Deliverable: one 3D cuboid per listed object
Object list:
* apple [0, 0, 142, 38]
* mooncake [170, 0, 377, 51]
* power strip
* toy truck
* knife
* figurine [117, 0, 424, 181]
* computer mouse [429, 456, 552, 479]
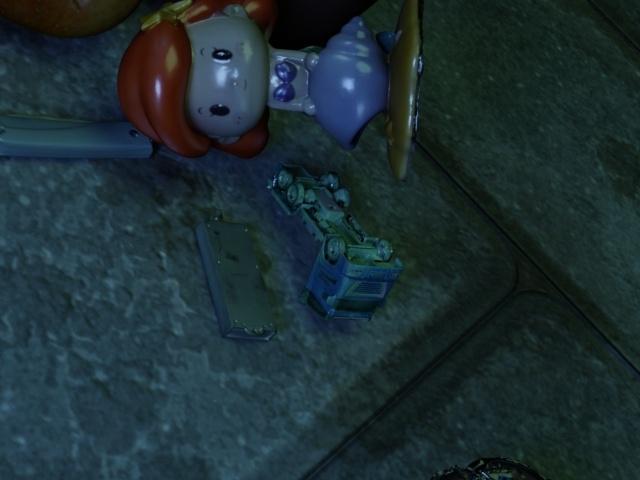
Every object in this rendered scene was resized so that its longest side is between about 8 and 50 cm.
[{"bbox_3d":[-0.243,-0.300,1.403,0.235,0.173,0.210,37,40,-6],"label":"apple"},{"bbox_3d":[-0.059,-0.350,1.597,0.326,0.174,0.334,49,37,5],"label":"mooncake"},{"bbox_3d":[-0.074,0.029,1.354,0.051,0.019,0.136,5,51,-33],"label":"power strip"},{"bbox_3d":[0.000,0.000,1.413,0.067,0.081,0.175,5,32,-36],"label":"toy truck"},{"bbox_3d":[-0.219,-0.091,1.346,0.162,0.023,0.044,-1,51,-38],"label":"knife"},{"bbox_3d":[-0.044,-0.141,1.395,0.257,0.181,0.208,5,45,-1],"label":"figurine"},{"bbox_3d":[0.131,0.274,1.242,0.146,0.078,0.242,21,47,7],"label":"computer mouse"}]
